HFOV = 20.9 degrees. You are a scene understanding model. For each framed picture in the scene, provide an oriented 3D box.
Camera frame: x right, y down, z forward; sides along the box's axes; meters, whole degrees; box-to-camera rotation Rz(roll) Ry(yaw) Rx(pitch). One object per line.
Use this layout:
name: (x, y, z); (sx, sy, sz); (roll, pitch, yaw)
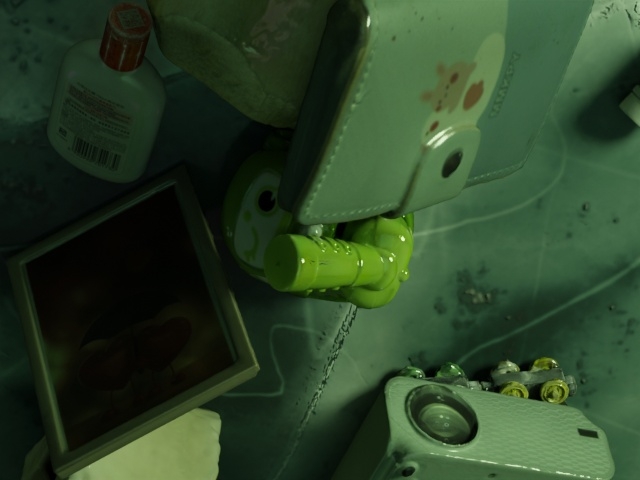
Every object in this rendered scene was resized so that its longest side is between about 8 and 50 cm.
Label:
framed picture: (-0.185, 0.070, 1.655); (0.211, 0.289, 0.020); (-28, 135, 5)

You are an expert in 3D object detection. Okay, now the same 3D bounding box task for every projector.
projector: (0.148, 0.255, 1.784); (0.250, 0.108, 0.198); (12, 131, -18)

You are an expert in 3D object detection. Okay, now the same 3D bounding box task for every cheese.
cheese: (-0.234, 0.302, 1.732); (0.153, 0.292, 0.332); (28, 117, -14)

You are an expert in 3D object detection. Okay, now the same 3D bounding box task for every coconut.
coconut: (-0.019, -0.243, 1.575); (0.239, 0.239, 0.244); (24, 112, -12)

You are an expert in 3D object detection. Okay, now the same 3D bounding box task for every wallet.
wallet: (0.111, -0.136, 1.580); (0.360, 0.083, 0.252); (-19, 135, -45)

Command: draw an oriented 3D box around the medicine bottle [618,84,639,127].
medicine bottle: (0.349, -0.148, 1.728); (0.058, 0.058, 0.091); (40, 103, -16)

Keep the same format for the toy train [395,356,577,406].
toy train: (0.170, 0.172, 1.832); (0.202, 0.060, 0.081); (-4, 119, -2)

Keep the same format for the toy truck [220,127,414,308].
toy truck: (0.011, -0.001, 1.690); (0.187, 0.210, 0.148); (13, 109, -28)

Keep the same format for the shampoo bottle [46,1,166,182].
shampoo bottle: (-0.196, -0.140, 1.628); (0.108, 0.051, 0.221); (29, 144, 2)
